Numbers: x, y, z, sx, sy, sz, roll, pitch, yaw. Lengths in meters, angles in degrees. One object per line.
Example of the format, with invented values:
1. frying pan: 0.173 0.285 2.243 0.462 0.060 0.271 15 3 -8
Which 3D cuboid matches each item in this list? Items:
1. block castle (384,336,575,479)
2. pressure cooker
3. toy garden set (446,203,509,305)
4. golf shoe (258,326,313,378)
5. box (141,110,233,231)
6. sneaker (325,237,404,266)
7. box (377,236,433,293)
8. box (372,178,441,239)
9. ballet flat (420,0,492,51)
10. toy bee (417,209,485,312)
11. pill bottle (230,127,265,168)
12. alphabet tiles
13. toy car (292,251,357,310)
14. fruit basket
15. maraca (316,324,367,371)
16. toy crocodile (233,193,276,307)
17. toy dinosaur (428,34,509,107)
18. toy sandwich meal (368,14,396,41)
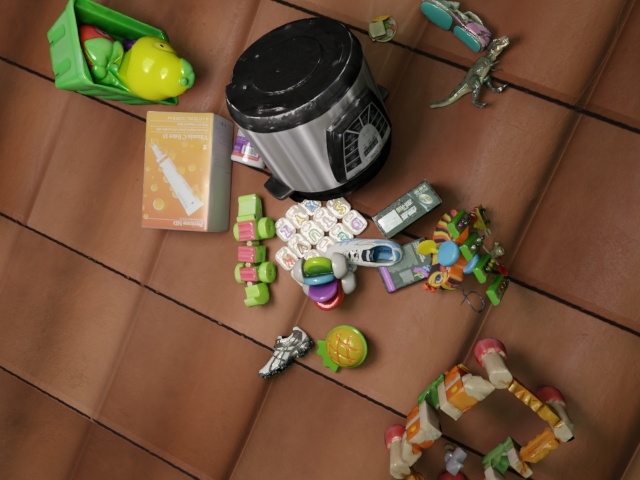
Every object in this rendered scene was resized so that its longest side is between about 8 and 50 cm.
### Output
1. block castle: 0.410 0.510 1.418 0.303 0.213 0.453 40 105 -3
2. pressure cooker: -0.003 -0.317 1.390 0.370 0.420 0.375 -10 55 18
3. toy garden set: 0.451 0.021 1.408 0.049 0.204 0.244 -30 93 37
4. golf shoe: -0.118 0.343 1.597 0.198 0.077 0.094 -37 73 4
5. box: -0.400 -0.203 1.590 0.215 0.168 0.345 3 92 12
6. sneaker: 0.120 0.036 1.501 0.237 0.086 0.085 -3 93 21
7. box: 0.250 0.072 1.529 0.162 0.029 0.116 -23 87 13
8. box: 0.244 -0.083 1.466 0.180 0.147 0.077 -36 84 10
9. ballet flat: 0.387 -0.621 1.469 0.221 0.077 0.079 38 80 4
10. toy bee: 0.338 0.068 1.433 0.195 0.298 0.162 39 137 -15
11. pill bottle: -0.195 -0.322 1.574 0.108 0.108 0.193 17 94 11
12. alphabet tiles: 0.000 0.000 1.585 0.284 0.021 0.278 -45 83 9
13. toy car: 0.011 0.125 1.484 0.159 0.182 0.136 -9 49 17
14. fruit basket: -0.532 -0.524 1.510 0.392 0.392 0.283 -10 89 12
15. maraca: 0.062 0.320 1.543 0.186 0.099 0.127 -34 78 36
16. toy crocodile: -0.207 0.030 1.577 0.115 0.105 0.340 -2 90 22
17. toy dinosaur: 0.443 -0.438 1.464 0.268 0.064 0.118 -45 82 16
18. toy sandwich meal: 0.180 -0.622 1.527 0.085 0.029 0.085 0 91 12
